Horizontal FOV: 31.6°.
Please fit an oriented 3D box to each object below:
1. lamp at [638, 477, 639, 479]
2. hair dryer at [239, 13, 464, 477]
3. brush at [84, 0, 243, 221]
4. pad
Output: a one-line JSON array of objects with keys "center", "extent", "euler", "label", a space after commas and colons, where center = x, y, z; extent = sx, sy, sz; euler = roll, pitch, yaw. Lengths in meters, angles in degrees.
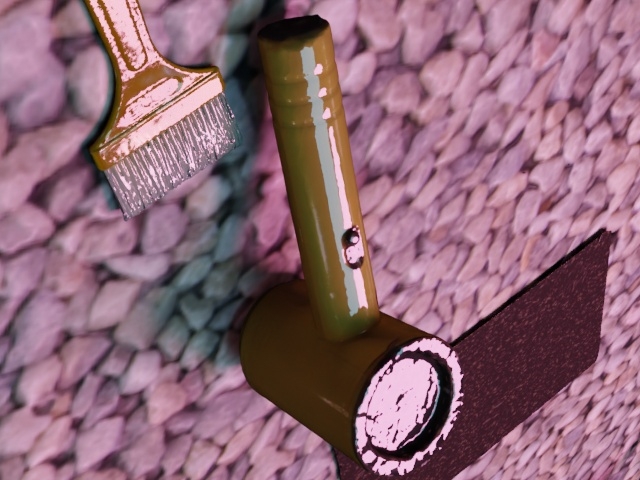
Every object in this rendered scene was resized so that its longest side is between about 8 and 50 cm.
[{"center": [0.476, 0.217, 1.383], "extent": [0.371, 0.108, 0.130], "euler": [-52, 144, 4], "label": "lamp"}, {"center": [0.000, 0.000, 0.677], "extent": [0.090, 0.135, 0.278], "euler": [-27, 123, -28], "label": "hair dryer"}, {"center": [-0.094, -0.098, 0.555], "extent": [0.083, 0.011, 0.205], "euler": [-36, 142, -16], "label": "brush"}, {"center": [0.149, 0.142, 1.050], "extent": [0.330, 0.004, 0.220], "euler": [-34, 143, -20], "label": "pad"}]
